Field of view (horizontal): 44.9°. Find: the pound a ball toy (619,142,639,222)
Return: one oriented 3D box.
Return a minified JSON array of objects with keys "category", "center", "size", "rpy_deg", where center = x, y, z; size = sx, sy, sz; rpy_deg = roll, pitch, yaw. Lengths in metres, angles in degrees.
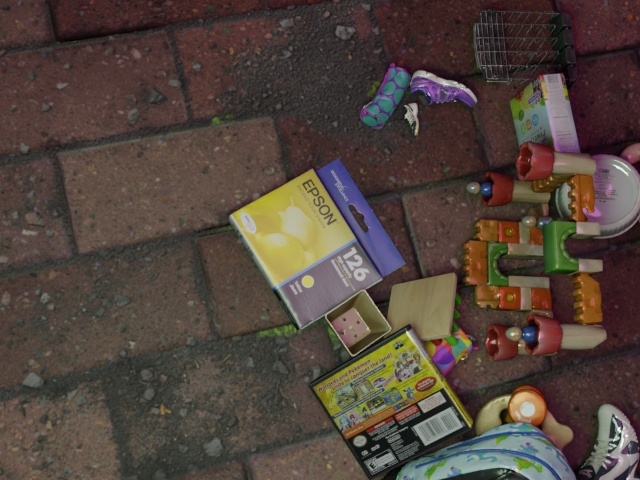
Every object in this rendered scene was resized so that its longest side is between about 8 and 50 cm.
[{"category":"pound a ball toy","center":[0.840,-0.127,1.842],"size":[0.136,0.319,0.208],"rpy_deg":[-27,100,-14]}]

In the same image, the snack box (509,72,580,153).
[{"category":"snack box","center":[0.536,-0.272,1.860],"size":[0.070,0.174,0.206],"rpy_deg":[-8,80,-11]}]

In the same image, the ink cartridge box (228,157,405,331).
[{"category":"ink cartridge box","center":[0.000,0.000,1.763],"size":[0.307,0.072,0.303],"rpy_deg":[-32,86,-13]}]

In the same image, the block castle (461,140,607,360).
[{"category":"block castle","center":[0.457,0.035,1.721],"size":[0.213,0.303,0.452],"rpy_deg":[3,78,-9]}]

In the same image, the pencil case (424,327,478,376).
[{"category":"pencil case","center":[0.243,0.284,1.739],"size":[0.236,0.104,0.104],"rpy_deg":[-41,89,-14]}]

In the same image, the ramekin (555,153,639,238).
[{"category":"ramekin","center":[0.668,-0.109,1.847],"size":[0.207,0.109,0.207],"rpy_deg":[-1,85,17]}]

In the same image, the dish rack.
[{"category":"dish rack","center":[0.513,-0.481,1.953],"size":[0.272,0.074,0.208],"rpy_deg":[-1,78,-9]}]

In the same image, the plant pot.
[{"category":"plant pot","center":[0.074,0.188,1.722],"size":[0.109,0.096,0.109],"rpy_deg":[-33,84,-15]}]

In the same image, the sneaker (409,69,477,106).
[{"category":"sneaker","center":[0.299,-0.358,1.900],"size":[0.170,0.068,0.071],"rpy_deg":[19,91,2]}]

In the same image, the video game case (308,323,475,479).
[{"category":"video game case","center":[0.148,0.349,1.657],"size":[0.275,0.035,0.248],"rpy_deg":[-35,87,24]}]

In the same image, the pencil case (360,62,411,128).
[{"category":"pencil case","center":[0.157,-0.345,1.859],"size":[0.070,0.065,0.151],"rpy_deg":[39,73,-27]}]

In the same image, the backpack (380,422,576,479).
[{"category":"backpack","center":[0.344,0.528,1.585],"size":[0.273,0.355,0.290],"rpy_deg":[-34,86,-41]}]

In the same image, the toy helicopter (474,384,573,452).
[{"category":"toy helicopter","center":[0.478,0.507,1.713],"size":[0.235,0.140,0.355],"rpy_deg":[-41,77,7]}]

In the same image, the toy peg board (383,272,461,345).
[{"category":"toy peg board","center":[0.238,0.171,1.733],"size":[0.079,0.161,0.161],"rpy_deg":[47,42,-36]}]

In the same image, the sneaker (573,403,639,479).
[{"category":"sneaker","center":[0.640,0.502,1.770],"size":[0.153,0.094,0.234],"rpy_deg":[-9,91,-21]}]

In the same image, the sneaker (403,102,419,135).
[{"category":"sneaker","center":[0.220,-0.293,1.883],"size":[0.037,0.032,0.083],"rpy_deg":[-5,75,2]}]
